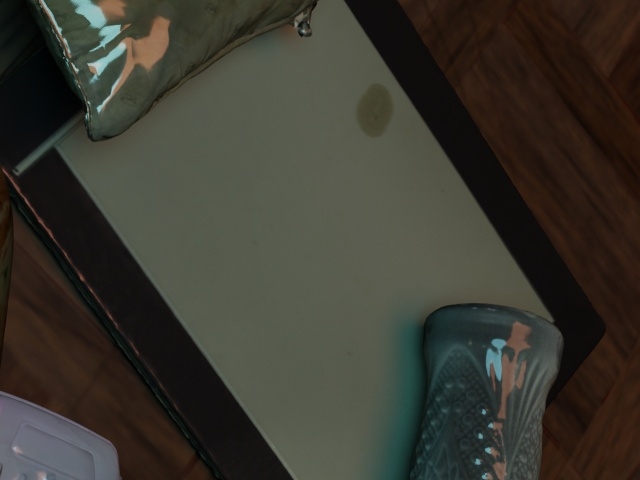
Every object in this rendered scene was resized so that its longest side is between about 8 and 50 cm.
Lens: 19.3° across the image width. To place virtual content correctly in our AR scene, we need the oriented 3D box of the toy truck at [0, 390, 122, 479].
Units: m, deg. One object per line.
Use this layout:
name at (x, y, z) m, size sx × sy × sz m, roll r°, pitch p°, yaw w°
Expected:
toy truck at (-0.154, 0.168, 0.775) m, size 0.110 × 0.116 × 0.216 m, roll 31°, pitch 66°, yaw -31°

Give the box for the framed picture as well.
framed picture at (0.000, 0.000, 0.982) m, size 0.265 × 0.016 × 0.347 m, roll -48°, pitch 113°, yaw -32°

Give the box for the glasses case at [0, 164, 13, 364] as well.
glasses case at (-0.196, 0.153, 0.631) m, size 0.156 × 0.098 × 0.425 m, roll 8°, pitch 93°, yaw -61°

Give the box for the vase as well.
vase at (0.075, 0.145, 0.960) m, size 0.096 × 0.096 × 0.219 m, roll 23°, pitch 69°, yaw -34°

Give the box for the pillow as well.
pillow at (-0.116, -0.201, 0.866) m, size 0.185 × 0.075 × 0.302 m, roll -39°, pitch 102°, yaw -45°
